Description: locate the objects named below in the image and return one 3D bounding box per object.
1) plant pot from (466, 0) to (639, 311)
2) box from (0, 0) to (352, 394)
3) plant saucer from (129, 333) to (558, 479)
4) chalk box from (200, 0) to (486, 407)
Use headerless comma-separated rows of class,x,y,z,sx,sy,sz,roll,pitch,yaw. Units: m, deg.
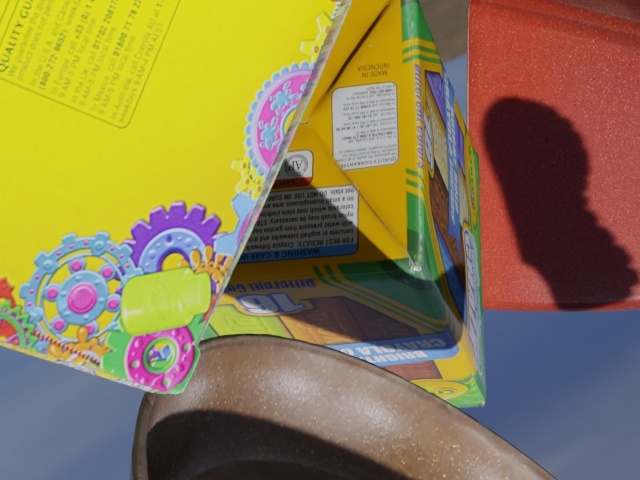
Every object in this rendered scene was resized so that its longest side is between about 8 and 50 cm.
plant pot,0.272,-0.096,1.352,0.235,0.267,0.267,11,-150,24
box,-0.118,-0.148,0.508,0.279,0.177,0.290,24,-89,54
plant saucer,0.055,0.155,0.577,0.050,0.310,0.310,-51,-178,18
chalk box,0.000,0.000,1.029,0.180,0.179,0.289,-6,154,14
